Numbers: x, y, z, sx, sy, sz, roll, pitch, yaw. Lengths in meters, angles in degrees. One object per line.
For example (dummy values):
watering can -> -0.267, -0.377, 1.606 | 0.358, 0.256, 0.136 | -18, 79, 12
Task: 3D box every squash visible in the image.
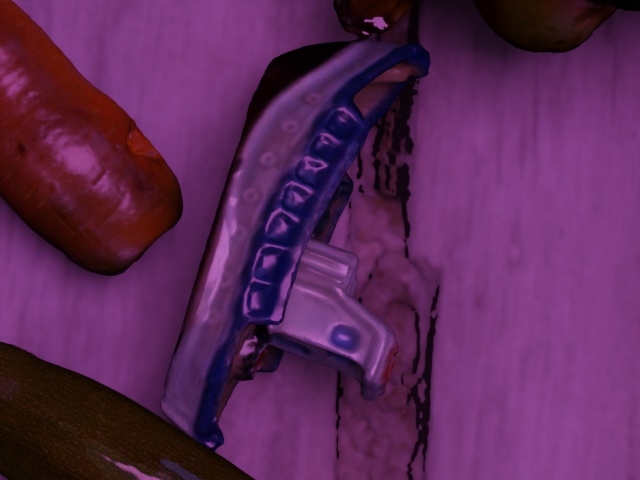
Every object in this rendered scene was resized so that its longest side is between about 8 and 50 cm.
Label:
squash -> -0.091, 0.132, 1.003 | 0.318, 0.080, 0.071 | 29, 41, 2

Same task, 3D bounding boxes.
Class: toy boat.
toy boat -> 0.000, 0.000, 1.061 | 0.115, 0.114, 0.262 | 16, 70, 1

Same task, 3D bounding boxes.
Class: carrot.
carrot -> -0.158, -0.066, 1.052 | 0.193, 0.087, 0.087 | 47, 71, -2

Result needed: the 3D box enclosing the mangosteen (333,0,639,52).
mangosteen -> 0.153, -0.254, 1.087 | 0.359, 0.306, 0.306 | -40, 91, 20
